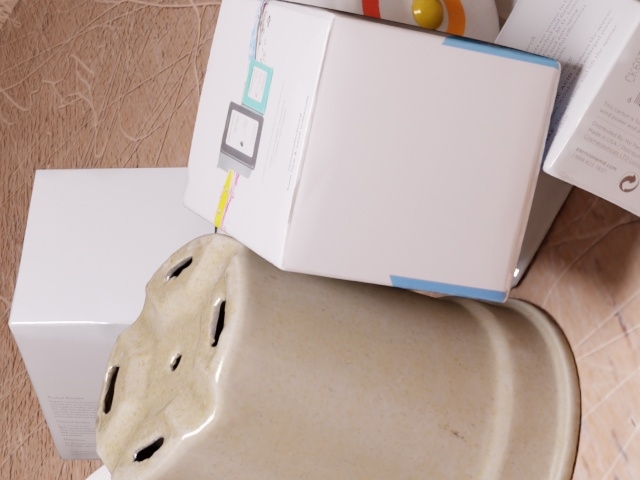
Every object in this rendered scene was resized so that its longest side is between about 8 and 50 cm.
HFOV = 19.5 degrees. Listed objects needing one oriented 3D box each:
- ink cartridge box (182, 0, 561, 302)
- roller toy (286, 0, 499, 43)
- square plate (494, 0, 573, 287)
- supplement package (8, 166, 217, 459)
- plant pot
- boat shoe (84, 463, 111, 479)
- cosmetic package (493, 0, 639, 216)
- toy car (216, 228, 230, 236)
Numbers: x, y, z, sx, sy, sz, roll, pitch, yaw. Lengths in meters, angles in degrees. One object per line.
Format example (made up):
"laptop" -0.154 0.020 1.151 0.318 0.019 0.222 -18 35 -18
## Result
"ink cartridge box" 0.031 -0.083 1.517 0.270 0.198 0.197 -150 71 -67
"roller toy" 0.067 -0.196 1.752 0.146 0.209 0.191 -20 66 54
"square plate" 0.177 -0.161 1.787 0.347 0.049 0.344 -62 26 6
"supplement package" -0.189 0.080 1.943 0.262 0.199 0.198 82 -171 -53
"plant pot" -0.006 0.148 1.568 0.334 0.305 0.333 -42 34 37
"boat shoe" -0.111 0.237 1.760 0.096 0.277 0.098 24 130 56
"cosmetic package" 0.241 -0.120 1.523 0.151 0.151 0.183 -60 26 10
"toy car" 0.000 0.000 1.848 0.159 0.182 0.136 -10 33 32
